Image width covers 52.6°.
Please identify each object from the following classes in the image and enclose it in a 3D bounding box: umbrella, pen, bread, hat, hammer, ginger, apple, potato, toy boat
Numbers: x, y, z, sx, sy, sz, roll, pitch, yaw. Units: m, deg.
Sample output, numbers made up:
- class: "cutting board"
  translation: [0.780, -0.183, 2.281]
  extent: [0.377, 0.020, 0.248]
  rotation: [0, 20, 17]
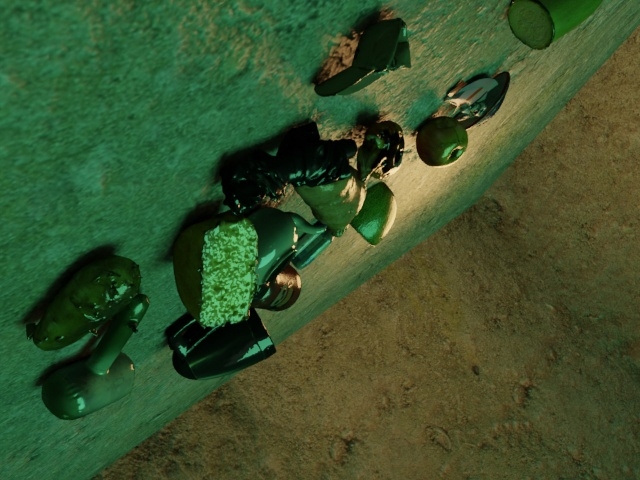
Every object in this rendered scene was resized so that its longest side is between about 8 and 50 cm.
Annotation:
- class: "umbrella"
  translation: [-0.052, -0.134, 1.163]
  extent: [0.273, 0.122, 0.110]
  rotation: [-24, 140, -26]
- class: "pen"
  translation: [-0.056, 0.012, 1.873]
  extent: [0.269, 0.033, 0.033]
  rotation: [-42, 168, 14]
- class: "bread"
  translation: [0.129, -0.205, 1.465]
  extent: [0.269, 0.095, 0.139]
  rotation: [-14, 120, -67]
- class: "bread"
  translation: [-0.211, 0.047, 1.259]
  extent: [0.143, 0.140, 0.228]
  rotation: [-14, 120, -45]
- class: "hat"
  translation: [0.064, -0.298, 1.066]
  extent: [0.175, 0.084, 0.147]
  rotation: [-20, -174, 20]
- class: "hammer"
  translation: [-0.447, 0.238, 1.383]
  extent: [0.335, 0.119, 0.206]
  rotation: [-52, 165, 25]
- class: "ginger"
  translation: [0.024, -0.112, 1.411]
  extent: [0.354, 0.127, 0.189]
  rotation: [28, 70, -70]
- class: "apple"
  translation: [0.329, -0.273, 1.783]
  extent: [0.146, 0.146, 0.146]
  rotation: [-38, 168, -10]
- class: "potato"
  translation: [-0.391, 0.107, 1.082]
  extent: [0.226, 0.090, 0.117]
  rotation: [-39, 153, 12]
- class: "toy boat"
  translation: [0.435, -0.407, 1.798]
  extent: [0.219, 0.072, 0.318]
  rotation: [-38, 158, 4]

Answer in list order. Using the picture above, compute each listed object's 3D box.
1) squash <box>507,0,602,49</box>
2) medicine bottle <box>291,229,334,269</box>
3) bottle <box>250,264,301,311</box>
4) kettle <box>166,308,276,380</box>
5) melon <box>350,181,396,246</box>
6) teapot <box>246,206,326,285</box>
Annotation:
- class: "squash"
  translation: [0.550, -0.545, 1.456]
  extent: [0.247, 0.132, 0.132]
  rotation: [-38, 168, -17]
- class: "medicine bottle"
  translation: [0.000, 0.000, 1.908]
  extent: [0.208, 0.054, 0.090]
  rotation: [-43, -168, 14]
- class: "bottle"
  translation: [-0.159, 0.110, 1.672]
  extent: [0.144, 0.144, 0.336]
  rotation: [-41, 166, 6]
- class: "kettle"
  translation: [-0.287, 0.291, 1.810]
  extent: [0.271, 0.207, 0.251]
  rotation: [-29, 173, -11]
- class: "melon"
  translation: [0.180, -0.081, 2.025]
  extent: [0.169, 0.129, 0.265]
  rotation: [-44, 166, 8]
- class: "teapot"
  translation: [-0.129, 0.022, 1.427]
  extent: [0.294, 0.129, 0.193]
  rotation: [-43, 170, -29]
